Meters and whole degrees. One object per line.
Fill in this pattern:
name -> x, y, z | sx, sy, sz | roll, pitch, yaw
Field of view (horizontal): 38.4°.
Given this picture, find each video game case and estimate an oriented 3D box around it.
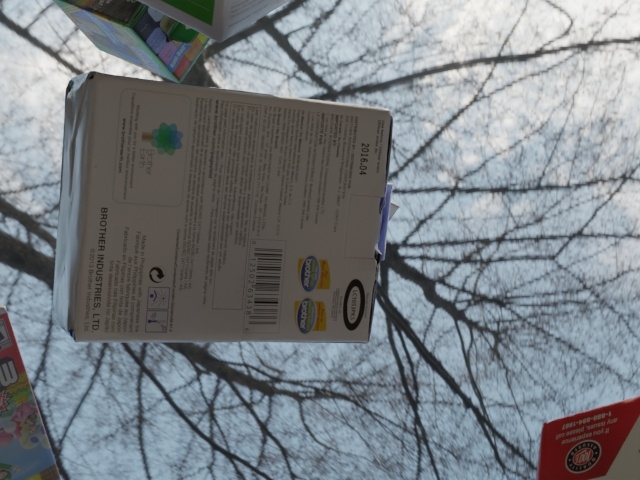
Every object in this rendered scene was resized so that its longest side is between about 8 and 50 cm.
video game case -> -0.426, 0.237, 1.068 | 0.204, 0.285, 0.025 | -23, -155, -30

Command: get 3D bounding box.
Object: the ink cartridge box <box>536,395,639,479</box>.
ink cartridge box -> 0.237, 0.236, 0.581 | 0.197, 0.114, 0.272 | -30, -149, 44

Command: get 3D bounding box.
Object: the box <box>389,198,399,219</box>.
box -> 0.000, 0.000, 1.228 | 0.186, 0.145, 0.038 | -56, -135, 15

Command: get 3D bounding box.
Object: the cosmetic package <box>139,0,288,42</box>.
cosmetic package -> -0.111, -0.418, 0.923 | 0.197, 0.365, 0.155 | 29, -135, 18

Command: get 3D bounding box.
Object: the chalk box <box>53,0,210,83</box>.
chalk box -> -0.218, -0.305, 1.197 | 0.213, 0.132, 0.132 | 28, -101, 30

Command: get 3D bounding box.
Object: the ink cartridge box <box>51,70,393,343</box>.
ink cartridge box -> -0.079, -0.026, 1.017 | 0.396, 0.151, 0.269 | 3, -84, -24
